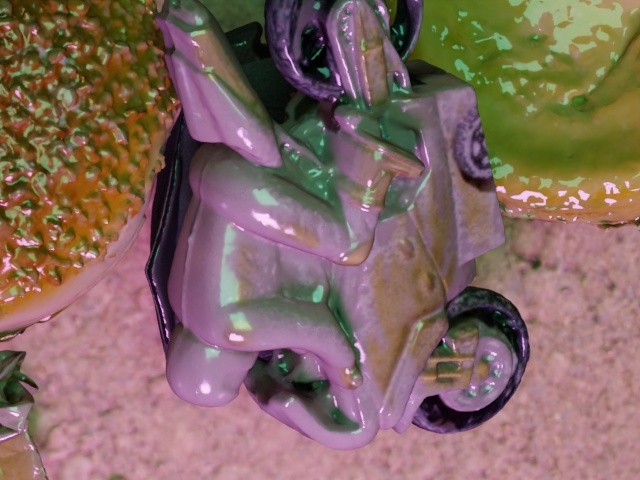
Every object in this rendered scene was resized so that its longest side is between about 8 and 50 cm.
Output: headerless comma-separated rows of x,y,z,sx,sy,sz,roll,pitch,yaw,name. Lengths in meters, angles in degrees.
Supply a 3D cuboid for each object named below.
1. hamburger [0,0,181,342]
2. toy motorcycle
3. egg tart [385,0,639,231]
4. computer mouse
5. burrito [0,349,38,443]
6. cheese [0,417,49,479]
-0.222,-0.084,0.987,0.302,0.170,0.302,-1,93,-15,hamburger
0.000,0.000,1.007,0.223,0.108,0.340,-27,122,-17,toy motorcycle
0.159,-0.160,1.089,0.315,0.120,0.315,1,100,8,egg tart
-0.049,-0.027,1.081,0.126,0.071,0.231,4,104,-23,computer mouse
-0.286,0.095,0.982,0.275,0.082,0.059,-4,115,6,burrito
-0.212,0.137,1.068,0.084,0.041,0.060,-24,106,-28,cheese
